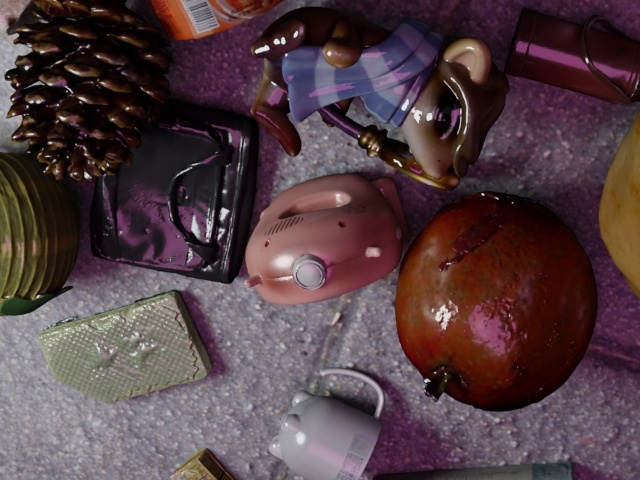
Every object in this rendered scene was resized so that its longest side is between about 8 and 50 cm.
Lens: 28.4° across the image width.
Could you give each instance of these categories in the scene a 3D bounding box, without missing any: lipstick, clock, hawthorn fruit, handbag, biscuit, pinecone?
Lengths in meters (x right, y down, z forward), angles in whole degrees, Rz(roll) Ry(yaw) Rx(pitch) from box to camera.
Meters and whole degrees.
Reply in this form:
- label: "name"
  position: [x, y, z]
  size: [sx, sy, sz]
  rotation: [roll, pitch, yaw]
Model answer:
- label: "lipstick"
  position: [0.240, 0.403, 1.992]
  size: [0.317, 0.066, 0.068]
  rotation: [-6, 111, 12]
- label: "clock"
  position: [0.000, 0.000, 1.783]
  size: [0.227, 0.241, 0.142]
  rotation: [-14, 105, 15]
- label: "hawthorn fruit"
  position: [0.248, 0.089, 1.759]
  size: [0.316, 0.316, 0.316]
  rotation: [3, 112, 8]
- label: "handbag"
  position: [-0.219, -0.073, 1.875]
  size: [0.244, 0.088, 0.275]
  rotation: [11, 111, 1]
- label: "biscuit"
  position: [-0.313, 0.178, 2.002]
  size: [0.252, 0.052, 0.150]
  rotation: [-15, 108, 15]
- label: "pinecone"
  position: [-0.310, -0.212, 1.701]
  size: [0.224, 0.224, 0.272]
  rotation: [13, 92, 4]

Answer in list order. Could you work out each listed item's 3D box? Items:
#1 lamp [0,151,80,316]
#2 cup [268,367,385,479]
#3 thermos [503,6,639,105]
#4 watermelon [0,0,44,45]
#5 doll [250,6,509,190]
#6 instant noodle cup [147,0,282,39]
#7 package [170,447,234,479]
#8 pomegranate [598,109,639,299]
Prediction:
- label: "lamp"
  position: [-0.487, -0.004, 1.833]
  size: [0.250, 0.284, 0.250]
  rotation: [6, 99, 41]
- label: "cup"
  position: [0.013, 0.292, 1.951]
  size: [0.142, 0.134, 0.173]
  rotation: [28, 114, 0]
- label: "thermos"
  position: [0.371, -0.237, 1.710]
  size: [0.232, 0.099, 0.124]
  rotation: [16, 150, 1]
- label: "watermelon"
  position: [-0.445, -0.398, 1.767]
  size: [0.310, 0.193, 0.231]
  rotation: [4, 93, -6]
- label: "doll"
  position: [0.074, -0.196, 1.685]
  size: [0.340, 0.318, 0.209]
  rotation: [13, 82, -2]
- label: "instant noodle cup"
  position: [-0.153, -0.391, 1.661]
  size: [0.250, 0.250, 0.192]
  rotation: [-16, 116, 15]
- label: "package"
  position: [-0.177, 0.409, 2.073]
  size: [0.071, 0.047, 0.131]
  rotation: [-37, 100, 17]
- label: "pomegranate"
  position: [0.563, -0.071, 1.603]
  size: [0.412, 0.411, 0.411]
  rotation: [3, 112, 8]
